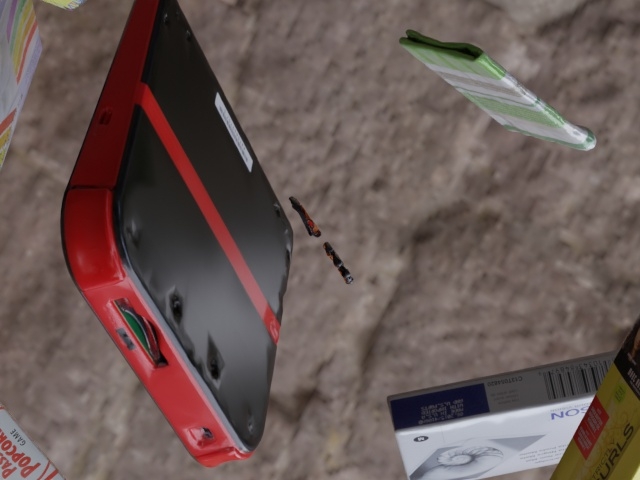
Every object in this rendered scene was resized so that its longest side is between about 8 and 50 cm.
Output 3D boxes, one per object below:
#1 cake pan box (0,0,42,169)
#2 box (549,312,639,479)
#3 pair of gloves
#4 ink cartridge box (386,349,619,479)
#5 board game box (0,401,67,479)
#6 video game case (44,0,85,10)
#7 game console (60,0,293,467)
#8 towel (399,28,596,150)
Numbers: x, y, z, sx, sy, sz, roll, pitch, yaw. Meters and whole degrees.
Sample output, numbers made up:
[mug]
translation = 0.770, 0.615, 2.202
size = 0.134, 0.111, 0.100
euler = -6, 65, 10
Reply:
[cake pan box]
translation = -0.357, -0.140, 1.623
size = 0.246, 0.070, 0.266
euler = 98, 7, -69
[box]
translation = 0.208, 0.151, 1.079
size = 0.087, 0.058, 0.232
euler = -115, -136, -58
[pair of gloves]
translation = 0.000, 0.000, 1.368
size = 0.010, 0.083, 0.074
euler = -35, -158, 0
[ink cartridge box]
translation = 0.186, 0.187, 1.551
size = 0.224, 0.223, 0.045
euler = 69, 10, -61
[board game box]
translation = -0.272, 0.166, 1.353
size = 0.045, 0.147, 0.193
euler = -41, -171, -14
[video game case]
translation = -0.274, -0.322, 1.300
size = 0.042, 0.210, 0.232
euler = -25, -123, 47
[game console]
translation = -0.127, -0.004, 1.579
size = 0.386, 0.060, 0.342
euler = 64, 24, -44
[towel]
translation = 0.147, -0.125, 1.325
size = 0.152, 0.113, 0.023
euler = 33, 84, -36
